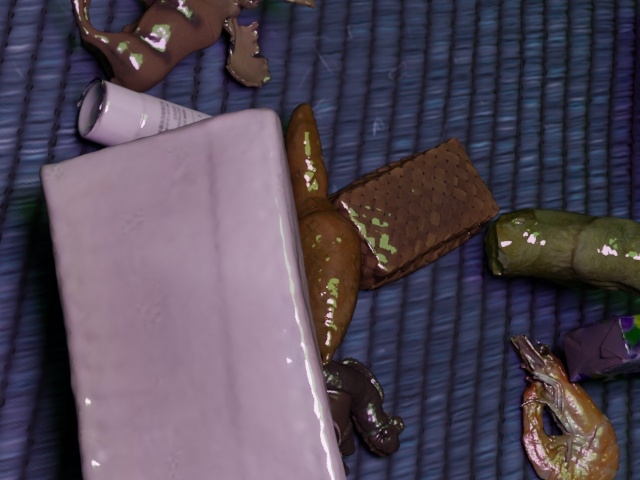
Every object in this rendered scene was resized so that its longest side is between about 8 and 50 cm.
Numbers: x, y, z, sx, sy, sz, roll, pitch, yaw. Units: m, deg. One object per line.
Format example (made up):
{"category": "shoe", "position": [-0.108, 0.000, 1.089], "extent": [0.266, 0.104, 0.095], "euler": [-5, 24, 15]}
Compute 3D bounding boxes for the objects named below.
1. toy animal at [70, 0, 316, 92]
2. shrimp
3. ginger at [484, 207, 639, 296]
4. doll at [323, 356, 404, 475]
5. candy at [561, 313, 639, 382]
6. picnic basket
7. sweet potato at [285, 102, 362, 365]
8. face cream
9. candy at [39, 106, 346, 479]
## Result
{"category": "toy animal", "position": [-0.124, -0.208, 1.495], "extent": [0.186, 0.094, 0.214], "euler": [42, 63, -4]}
{"category": "shrimp", "position": [0.234, 0.176, 1.577], "extent": [0.099, 0.041, 0.180], "euler": [-27, 86, -21]}
{"category": "ginger", "position": [0.302, 0.019, 1.568], "extent": [0.290, 0.137, 0.089], "euler": [7, 68, 20]}
{"category": "doll", "position": [0.004, 0.160, 1.433], "extent": [0.165, 0.057, 0.139], "euler": [34, 54, -20]}
{"category": "candy", "position": [0.382, 0.102, 1.634], "extent": [0.312, 0.088, 0.061], "euler": [-1, 71, -39]}
{"category": "picnic basket", "position": [0.089, -0.029, 1.560], "extent": [0.193, 0.055, 0.110], "euler": [-28, 86, -34]}
{"category": "sweet potato", "position": [0.000, -0.001, 1.468], "extent": [0.075, 0.075, 0.269], "euler": [8, 62, -28]}
{"category": "face cream", "position": [-0.111, -0.084, 1.467], "extent": [0.244, 0.058, 0.092], "euler": [19, 64, -31]}
{"category": "candy", "position": [-0.100, 0.084, 1.304], "extent": [0.208, 0.145, 0.358], "euler": [-12, 73, 3]}
